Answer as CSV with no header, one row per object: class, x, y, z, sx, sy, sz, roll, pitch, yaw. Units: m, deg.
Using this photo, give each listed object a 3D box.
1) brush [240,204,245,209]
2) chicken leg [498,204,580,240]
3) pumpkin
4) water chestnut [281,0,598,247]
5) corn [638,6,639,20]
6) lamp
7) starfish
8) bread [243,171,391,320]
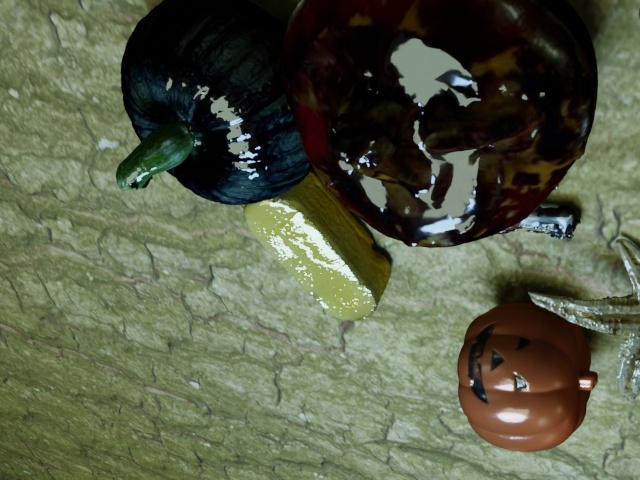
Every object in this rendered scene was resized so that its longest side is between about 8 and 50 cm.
brush,-0.153,-0.114,1.286,0.083,0.010,0.218,-12,129,46
chicken leg,0.171,-0.048,1.084,0.253,0.051,0.106,22,141,9
pumpkin,-0.124,-0.133,1.021,0.248,0.248,0.248,21,146,15
water chestnut,0.091,-0.121,0.845,0.300,0.300,0.300,21,146,15
corn,0.371,-0.119,0.610,0.344,0.131,0.131,42,159,39
lamp,0.264,0.169,1.174,0.164,0.187,0.187,-1,135,32
starfish,0.370,0.111,1.088,0.138,0.050,0.247,-38,109,19
bread,0.000,0.000,1.245,0.102,0.094,0.245,-20,124,39
